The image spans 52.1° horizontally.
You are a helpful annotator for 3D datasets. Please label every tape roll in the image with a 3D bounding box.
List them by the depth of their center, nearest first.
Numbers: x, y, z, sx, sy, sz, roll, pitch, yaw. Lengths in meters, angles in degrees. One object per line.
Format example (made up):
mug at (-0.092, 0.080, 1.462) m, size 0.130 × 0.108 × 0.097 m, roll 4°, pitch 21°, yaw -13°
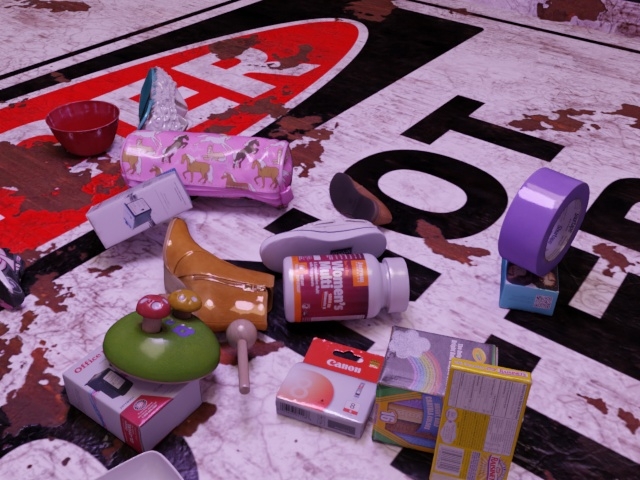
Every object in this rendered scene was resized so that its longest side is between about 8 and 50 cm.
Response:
tape roll at (0.413, -0.034, 1.207) m, size 0.080 × 0.189 × 0.189 m, roll 30°, pitch 45°, yaw 32°

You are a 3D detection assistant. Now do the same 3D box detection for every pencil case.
pencil case at (-0.249, -0.162, 1.490) m, size 0.386 × 0.167 × 0.160 m, roll 3°, pitch 2°, yaw 2°

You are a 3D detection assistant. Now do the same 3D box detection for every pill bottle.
pill bottle at (0.043, 0.085, 1.194) m, size 0.221 × 0.121 × 0.121 m, roll -2°, pitch 37°, yaw -5°

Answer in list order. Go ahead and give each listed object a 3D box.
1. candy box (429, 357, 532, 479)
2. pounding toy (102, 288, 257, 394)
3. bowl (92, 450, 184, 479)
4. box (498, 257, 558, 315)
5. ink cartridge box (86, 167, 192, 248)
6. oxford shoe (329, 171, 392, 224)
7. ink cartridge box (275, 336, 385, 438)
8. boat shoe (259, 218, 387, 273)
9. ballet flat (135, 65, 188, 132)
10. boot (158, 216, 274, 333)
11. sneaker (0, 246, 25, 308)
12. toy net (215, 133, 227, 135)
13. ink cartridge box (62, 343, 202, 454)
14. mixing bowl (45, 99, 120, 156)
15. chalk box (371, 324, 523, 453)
candy box at (0.215, 0.258, 0.894) m, size 0.105 × 0.206 × 0.027 m, roll 9°, pitch 27°, yaw 9°
pounding toy at (-0.212, 0.133, 1.022) m, size 0.237 × 0.110 × 0.183 m, roll 11°, pitch 18°, yaw -7°
bowl at (-0.242, 0.365, 0.863) m, size 0.142 × 0.053 × 0.142 m, roll -25°, pitch 43°, yaw -31°
box at (0.418, 0.043, 1.314) m, size 0.101 × 0.060 × 0.244 m, roll 9°, pitch 37°, yaw 11°
ink cartridge box at (-0.367, -0.070, 1.342) m, size 0.191 × 0.082 × 0.139 m, roll -28°, pitch 16°, yaw -6°
oxford shoe at (0.087, -0.089, 1.492) m, size 0.076 × 0.076 × 0.212 m, roll 14°, pitch 22°, yaw -37°
ink cartridge box at (0.026, 0.225, 1.070) m, size 0.145 × 0.045 × 0.179 m, roll 13°, pitch 41°, yaw 15°
boat shoe at (0.000, 0.000, 1.332) m, size 0.268 × 0.096 × 0.088 m, roll -10°, pitch 34°, yaw -17°
ballet flat at (-0.425, -0.344, 1.771) m, size 0.147 × 0.147 × 0.409 m, roll -5°, pitch 34°, yaw -9°
boot at (-0.194, 0.066, 1.245) m, size 0.211 × 0.104 × 0.295 m, roll 2°, pitch 39°, yaw -10°
sneaker at (-0.600, 0.058, 1.256) m, size 0.077 × 0.072 × 0.178 m, roll -17°, pitch 45°, yaw -40°
toy net at (-0.336, -0.215, 1.649) m, size 0.122 × 0.045 × 0.232 m, roll 26°, pitch 43°, yaw 29°
ink cartridge box at (-0.294, 0.232, 1.023) m, size 0.175 × 0.072 × 0.127 m, roll 23°, pitch 42°, yaw 26°
mixing bowl at (-0.601, -0.278, 1.681) m, size 0.181 × 0.098 × 0.181 m, roll 1°, pitch 36°, yaw -1°
chalk box at (0.196, 0.236, 0.990) m, size 0.213 × 0.132 × 0.132 m, roll 11°, pitch 36°, yaw 11°
